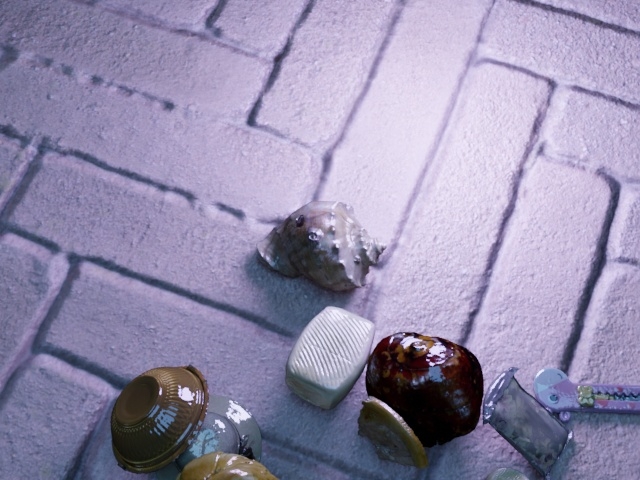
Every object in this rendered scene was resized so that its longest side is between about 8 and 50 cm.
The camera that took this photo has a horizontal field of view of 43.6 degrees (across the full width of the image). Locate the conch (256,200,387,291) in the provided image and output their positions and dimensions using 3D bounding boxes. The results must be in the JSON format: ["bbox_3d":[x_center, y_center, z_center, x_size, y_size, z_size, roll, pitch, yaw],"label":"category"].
[{"bbox_3d":[0.003,-0.007,1.990,0.325,0.186,0.263,7,49,1],"label":"conch"}]

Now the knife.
[{"bbox_3d":[0.707,0.372,1.896,0.399,0.038,0.132,3,69,0],"label":"knife"}]

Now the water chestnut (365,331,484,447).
[{"bbox_3d":[0.233,0.336,1.796,0.289,0.289,0.244,12,77,5],"label":"water chestnut"}]

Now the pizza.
[{"bbox_3d":[0.135,0.426,1.754,0.034,0.262,0.181,-33,87,-26],"label":"pizza"}]

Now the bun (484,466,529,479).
[{"bbox_3d":[0.418,0.566,1.786,0.115,0.069,0.115,-6,40,5],"label":"bun"}]

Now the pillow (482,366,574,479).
[{"bbox_3d":[0.461,0.418,1.817,0.255,0.059,0.169,45,55,-13],"label":"pillow"}]

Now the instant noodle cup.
[{"bbox_3d":[-0.383,0.376,1.781,0.274,0.090,0.273,-20,44,20],"label":"instant noodle cup"}]

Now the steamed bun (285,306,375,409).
[{"bbox_3d":[0.025,0.282,1.877,0.170,0.152,0.238,23,53,17],"label":"steamed bun"}]

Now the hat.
[{"bbox_3d":[-0.262,0.461,1.798,0.258,0.130,0.257,0,67,-1],"label":"hat"}]

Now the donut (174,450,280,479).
[{"bbox_3d":[-0.191,0.625,1.661,0.361,0.170,0.359,0,90,-14],"label":"donut"}]
